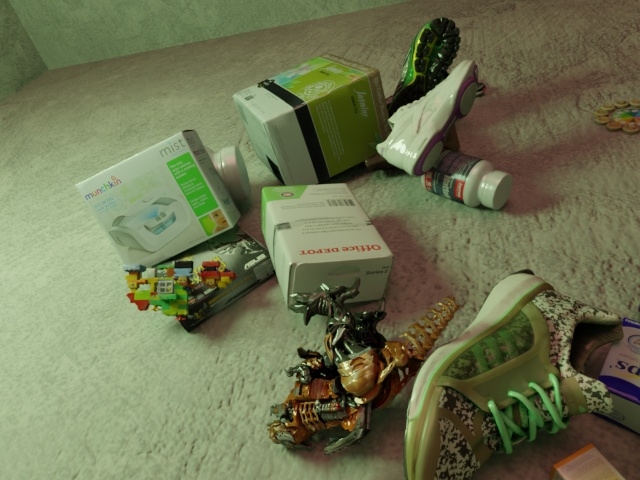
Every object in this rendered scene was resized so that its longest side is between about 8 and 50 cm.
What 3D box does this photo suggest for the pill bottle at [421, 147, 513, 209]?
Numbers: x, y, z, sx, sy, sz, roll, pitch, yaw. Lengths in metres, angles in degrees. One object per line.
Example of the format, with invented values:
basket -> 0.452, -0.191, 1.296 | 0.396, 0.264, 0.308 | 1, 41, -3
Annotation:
pill bottle -> 0.330, -0.137, 0.998 | 0.108, 0.108, 0.180 | -37, 44, -25

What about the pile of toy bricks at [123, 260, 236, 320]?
pile of toy bricks -> -0.273, 0.099, 0.833 | 0.212, 0.118, 0.105 | -2, 79, -1

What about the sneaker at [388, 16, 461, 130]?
sneaker -> 0.272, -0.420, 1.206 | 0.134, 0.344, 0.146 | 18, 25, -7

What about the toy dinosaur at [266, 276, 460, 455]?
toy dinosaur -> 0.057, 0.184, 0.655 | 0.321, 0.164, 0.219 | -19, 40, 3

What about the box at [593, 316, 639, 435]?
box -> 0.456, 0.194, 0.597 | 0.126, 0.072, 0.137 | 21, 51, 36

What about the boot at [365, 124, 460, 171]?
boot -> 0.247, -0.248, 1.166 | 0.206, 0.090, 0.248 | -13, 8, 32

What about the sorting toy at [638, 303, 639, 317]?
sorting toy -> 0.506, 0.125, 0.672 | 0.042, 0.061, 0.102 | -4, 40, 15

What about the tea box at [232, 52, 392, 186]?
tea box -> -0.026, -0.337, 1.224 | 0.323, 0.220, 0.329 | -27, 36, -10

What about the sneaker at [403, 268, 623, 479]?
sneaker -> 0.259, 0.188, 0.564 | 0.410, 0.158, 0.182 | -42, 29, -29

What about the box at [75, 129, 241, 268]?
box -> -0.353, -0.090, 0.997 | 0.261, 0.231, 0.127 | -24, 16, 5

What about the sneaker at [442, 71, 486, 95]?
sneaker -> 0.456, -0.518, 1.438 | 0.170, 0.075, 0.063 | 25, 53, 37

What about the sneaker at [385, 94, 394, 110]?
sneaker -> 0.289, -0.393, 1.323 | 0.100, 0.108, 0.271 | -13, 13, -42

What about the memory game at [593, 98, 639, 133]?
memory game -> 0.820, -0.326, 1.153 | 0.186, 0.012, 0.186 | -8, 40, 7

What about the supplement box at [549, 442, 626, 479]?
supplement box -> 0.337, 0.306, 0.526 | 0.062, 0.036, 0.098 | -22, 40, -10

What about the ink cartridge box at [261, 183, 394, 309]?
ink cartridge box -> 0.000, 0.000, 0.890 | 0.198, 0.115, 0.273 | -4, 37, -16

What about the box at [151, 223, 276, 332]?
box -> -0.235, 0.069, 0.962 | 0.231, 0.056, 0.183 | -32, 43, -22

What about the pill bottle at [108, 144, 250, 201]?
pill bottle -> -0.361, -0.140, 1.144 | 0.333, 0.188, 0.188 | -13, 39, 0

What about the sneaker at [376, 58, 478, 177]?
sneaker -> 0.242, -0.295, 0.992 | 0.152, 0.114, 0.305 | 31, 80, 31
